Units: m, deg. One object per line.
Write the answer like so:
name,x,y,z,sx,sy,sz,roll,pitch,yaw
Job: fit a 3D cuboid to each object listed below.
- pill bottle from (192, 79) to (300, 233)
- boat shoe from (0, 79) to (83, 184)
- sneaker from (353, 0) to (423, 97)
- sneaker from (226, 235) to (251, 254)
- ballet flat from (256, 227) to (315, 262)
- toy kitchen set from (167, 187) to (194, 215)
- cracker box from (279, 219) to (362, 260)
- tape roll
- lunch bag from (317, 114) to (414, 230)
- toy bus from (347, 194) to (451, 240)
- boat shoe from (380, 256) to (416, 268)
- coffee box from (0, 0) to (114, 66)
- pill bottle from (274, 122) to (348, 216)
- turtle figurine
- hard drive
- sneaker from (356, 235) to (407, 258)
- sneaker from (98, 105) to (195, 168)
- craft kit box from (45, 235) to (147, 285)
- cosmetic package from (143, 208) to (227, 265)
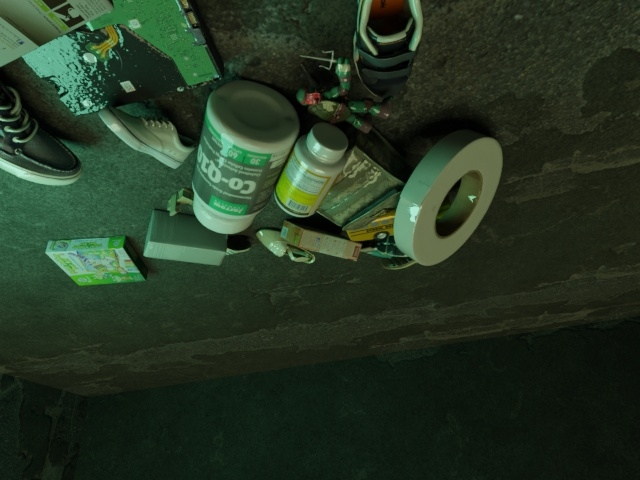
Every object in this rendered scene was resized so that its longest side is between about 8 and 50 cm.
pill bottle,-0.198,-0.181,1.011,0.204,0.204,0.361,7,146,-21
boat shoe,-0.662,-0.247,0.881,0.158,0.127,0.341,-28,138,35
sneaker,0.128,-0.385,0.818,0.126,0.127,0.321,-12,150,6
sneaker,-0.324,0.023,1.478,0.162,0.057,0.075,-6,165,-3
ballet flat,-0.117,0.027,1.486,0.249,0.086,0.086,20,140,-36
toy kitchen set,-0.403,-0.097,1.241,0.083,0.068,0.075,-29,142,33
cracker box,0.000,0.000,1.397,0.232,0.067,0.156,13,-174,-30
tape roll,0.356,-0.110,1.150,0.392,0.072,0.391,-27,136,-29
lunch bag,0.111,-0.149,1.127,0.287,0.168,0.235,31,134,-31
toy bus,0.244,-0.092,1.334,0.333,0.108,0.130,-13,147,11
boat shoe,0.364,0.056,1.615,0.258,0.095,0.095,-22,152,23
coffee box,-0.480,-0.372,0.611,0.297,0.168,0.119,-25,157,4
pill bottle,-0.020,-0.156,0.937,0.117,0.117,0.215,8,144,-22
turtle figurine,0.030,-0.304,0.893,0.234,0.118,0.175,13,179,-29
hard drive,-0.386,-0.376,0.792,0.339,0.064,0.237,-10,149,8
sneaker,0.238,0.013,1.449,0.110,0.106,0.275,32,164,-37
sneaker,-0.384,-0.250,0.950,0.091,0.094,0.258,-44,165,6
craft kit box,-0.775,0.076,1.471,0.247,0.060,0.249,-2,148,-3
cosmetic package,-0.424,-0.006,1.333,0.238,0.127,0.107,13,143,-26
